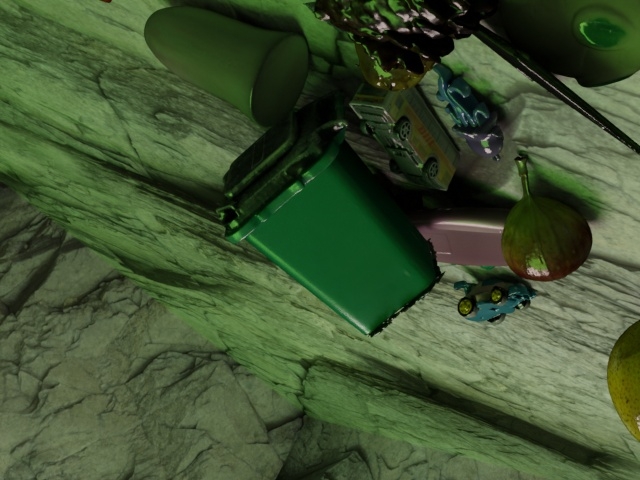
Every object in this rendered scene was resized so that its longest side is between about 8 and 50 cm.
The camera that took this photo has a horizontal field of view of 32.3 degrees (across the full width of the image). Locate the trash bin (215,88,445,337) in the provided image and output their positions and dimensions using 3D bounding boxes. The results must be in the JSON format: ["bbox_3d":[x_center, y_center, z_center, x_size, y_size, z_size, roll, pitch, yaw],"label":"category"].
[{"bbox_3d":[0.034,-0.045,1.998,0.381,0.295,0.259,44,-163,-19],"label":"trash bin"}]

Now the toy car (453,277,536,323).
[{"bbox_3d":[0.378,0.114,2.411,0.126,0.098,0.161,11,146,-43],"label":"toy car"}]

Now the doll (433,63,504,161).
[{"bbox_3d":[0.245,-0.207,1.817,0.206,0.067,0.110,53,165,-28],"label":"doll"}]

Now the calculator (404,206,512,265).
[{"bbox_3d":[0.289,-0.004,2.150,0.294,0.043,0.194,1,152,16],"label":"calculator"}]

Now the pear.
[{"bbox_3d":[0.681,0.265,2.054,0.294,0.294,0.294,25,160,10],"label":"pear"}]

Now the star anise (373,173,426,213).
[{"bbox_3d":[0.132,-0.028,2.273,0.220,0.126,0.190,15,146,-3],"label":"star anise"}]

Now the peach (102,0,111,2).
[{"bbox_3d":[-0.399,-0.470,2.046,0.083,0.050,0.077,13,156,28],"label":"peach"}]

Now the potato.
[{"bbox_3d":[0.116,-0.307,1.657,0.137,0.137,0.176,27,139,5],"label":"potato"}]

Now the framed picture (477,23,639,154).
[{"bbox_3d":[0.286,-0.228,1.492,0.255,0.014,0.339,32,-167,-26],"label":"framed picture"}]

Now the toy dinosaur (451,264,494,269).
[{"bbox_3d":[0.318,0.027,2.309,0.096,0.059,0.132,10,163,22],"label":"toy dinosaur"}]

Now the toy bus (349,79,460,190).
[{"bbox_3d":[0.152,-0.187,1.921,0.092,0.106,0.268,12,157,39],"label":"toy bus"}]

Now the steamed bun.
[{"bbox_3d":[0.334,-0.281,1.417,0.228,0.131,0.177,22,158,23],"label":"steamed bun"}]

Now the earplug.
[{"bbox_3d":[-0.190,-0.334,1.958,0.301,0.172,0.172,26,161,23],"label":"earplug"}]

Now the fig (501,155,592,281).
[{"bbox_3d":[0.384,-0.040,1.972,0.231,0.160,0.143,65,-170,-1],"label":"fig"}]

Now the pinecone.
[{"bbox_3d":[0.102,-0.364,1.354,0.298,0.242,0.296,50,148,-18],"label":"pinecone"}]

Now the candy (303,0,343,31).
[{"bbox_3d":[0.035,-0.365,1.747,0.088,0.038,0.136,25,166,-29],"label":"candy"}]
